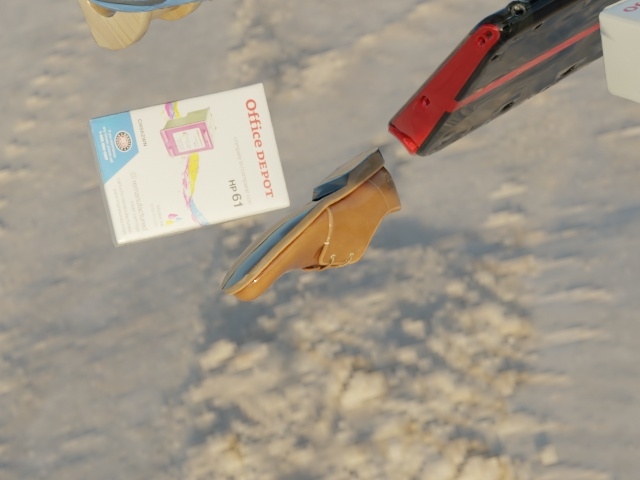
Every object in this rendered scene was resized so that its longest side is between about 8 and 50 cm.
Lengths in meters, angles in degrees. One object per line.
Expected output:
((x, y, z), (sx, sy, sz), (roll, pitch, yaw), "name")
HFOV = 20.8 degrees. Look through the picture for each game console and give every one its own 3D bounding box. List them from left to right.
((0.265, -0.240, 1.878), (0.387, 0.060, 0.342), (-31, -10, -23), "game console")

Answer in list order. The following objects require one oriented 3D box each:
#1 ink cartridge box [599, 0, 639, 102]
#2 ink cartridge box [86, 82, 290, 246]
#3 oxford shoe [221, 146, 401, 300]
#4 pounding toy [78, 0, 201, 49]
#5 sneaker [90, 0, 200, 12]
((0.319, -0.146, 1.330), (0.127, 0.072, 0.175), (-25, 29, -26), "ink cartridge box")
((-0.090, -0.052, 1.187), (0.123, 0.088, 0.052), (-13, 0, -10), "ink cartridge box")
((0.000, 0.000, 1.552), (0.212, 0.076, 0.076), (-38, 13, -32), "oxford shoe")
((-0.144, -0.266, 1.443), (0.269, 0.154, 0.155), (42, 54, 20), "pounding toy")
((-0.077, -0.195, 1.166), (0.209, 0.069, 0.082), (-9, 0, 22), "sneaker")
